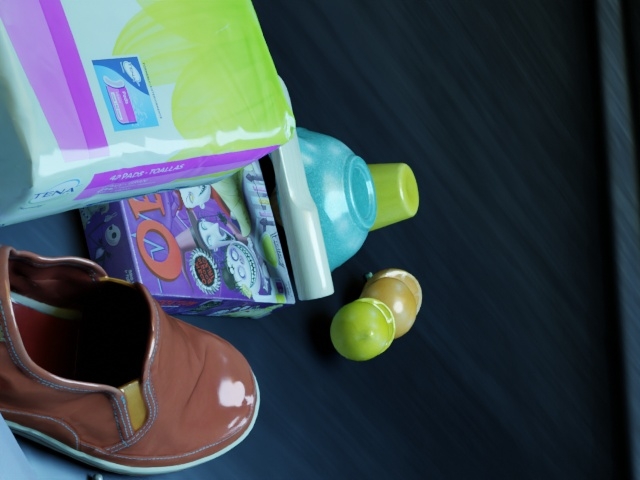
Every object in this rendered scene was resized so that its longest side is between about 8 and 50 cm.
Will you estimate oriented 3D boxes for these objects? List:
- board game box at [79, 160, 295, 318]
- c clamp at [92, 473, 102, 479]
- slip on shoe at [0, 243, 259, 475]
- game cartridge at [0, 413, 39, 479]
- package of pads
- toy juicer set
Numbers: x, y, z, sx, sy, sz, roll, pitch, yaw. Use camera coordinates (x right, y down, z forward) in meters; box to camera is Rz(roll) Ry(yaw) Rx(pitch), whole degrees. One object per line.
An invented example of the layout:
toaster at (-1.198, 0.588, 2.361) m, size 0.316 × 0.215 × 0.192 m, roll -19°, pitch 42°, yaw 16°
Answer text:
board game box at (-0.132, -0.110, 1.124) m, size 0.208 × 0.056 × 0.346 m, roll 3°, pitch 68°, yaw -55°
c clamp at (-0.103, 0.249, 0.938) m, size 0.161 × 0.022 × 0.137 m, roll 45°, pitch 35°, yaw -36°
slip on shoe at (-0.134, 0.078, 0.923) m, size 0.331 × 0.101 × 0.123 m, roll 27°, pitch 46°, yaw -53°
game cartridge at (-0.196, 0.209, 0.726) m, size 0.355 × 0.068 × 0.230 m, roll 65°, pitch 22°, yaw -19°
package of pads at (-0.154, -0.167, 0.859) m, size 0.229 × 0.101 × 0.296 m, roll -15°, pitch 82°, yaw -50°
toy juicer set at (0.000, 0.000, 1.240) m, size 0.329 × 0.089 × 0.209 m, roll 27°, pitch 56°, yaw -64°
